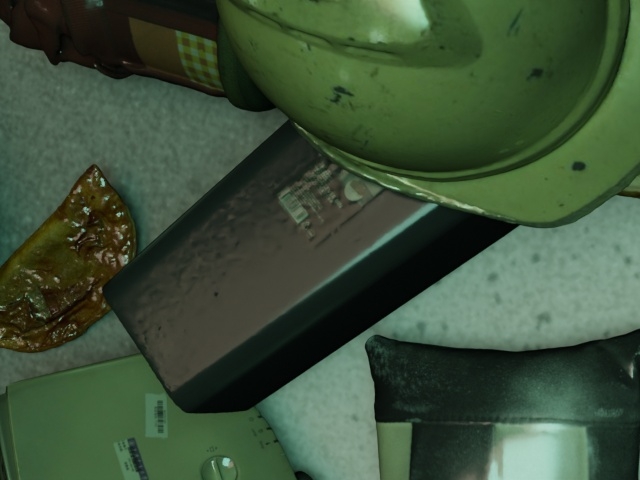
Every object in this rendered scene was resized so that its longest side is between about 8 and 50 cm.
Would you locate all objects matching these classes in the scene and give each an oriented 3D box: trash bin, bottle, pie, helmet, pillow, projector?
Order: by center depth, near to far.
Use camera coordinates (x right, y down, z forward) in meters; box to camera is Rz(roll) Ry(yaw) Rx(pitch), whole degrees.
[{"bbox_3d":[0.040,-0.114,0.506,0.257,0.137,0.204,33,111,18],"label":"helmet"},{"bbox_3d":[0.000,0.000,0.679,0.225,0.165,0.115,-37,77,6],"label":"trash bin"},{"bbox_3d":[0.116,0.179,0.685,0.186,0.106,0.249,-1,84,18],"label":"pillow"},{"bbox_3d":[-0.093,0.206,0.722,0.194,0.088,0.269,-11,64,-25],"label":"projector"},{"bbox_3d":[-0.133,-0.190,0.759,0.271,0.143,0.156,19,61,19],"label":"bottle"},{"bbox_3d":[-0.201,0.032,0.834,0.191,0.033,0.088,-39,89,22],"label":"pie"}]

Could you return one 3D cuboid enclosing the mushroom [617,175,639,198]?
[{"bbox_3d":[0.143,-0.153,0.595,0.208,0.302,0.233,-41,36,28],"label":"mushroom"}]
